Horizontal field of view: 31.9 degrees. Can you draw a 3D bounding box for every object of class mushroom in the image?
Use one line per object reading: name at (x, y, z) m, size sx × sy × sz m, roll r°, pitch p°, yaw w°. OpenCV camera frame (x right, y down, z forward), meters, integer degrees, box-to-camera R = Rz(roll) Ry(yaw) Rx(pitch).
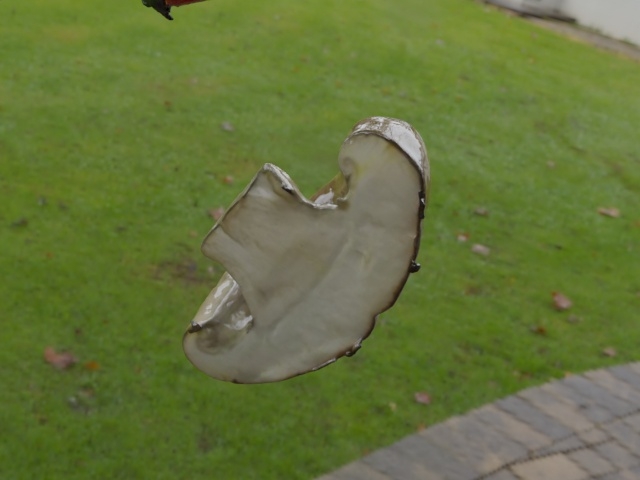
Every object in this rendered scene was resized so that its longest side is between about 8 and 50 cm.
mushroom at (0.000, 0.000, 0.946) m, size 0.156 × 0.285 × 0.151 m, roll 41°, pitch 29°, yaw -4°

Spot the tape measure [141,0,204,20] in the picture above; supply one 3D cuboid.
tape measure at (-0.037, -0.316, 0.842) m, size 0.260 × 0.253 × 0.114 m, roll -14°, pitch 38°, yaw -5°
